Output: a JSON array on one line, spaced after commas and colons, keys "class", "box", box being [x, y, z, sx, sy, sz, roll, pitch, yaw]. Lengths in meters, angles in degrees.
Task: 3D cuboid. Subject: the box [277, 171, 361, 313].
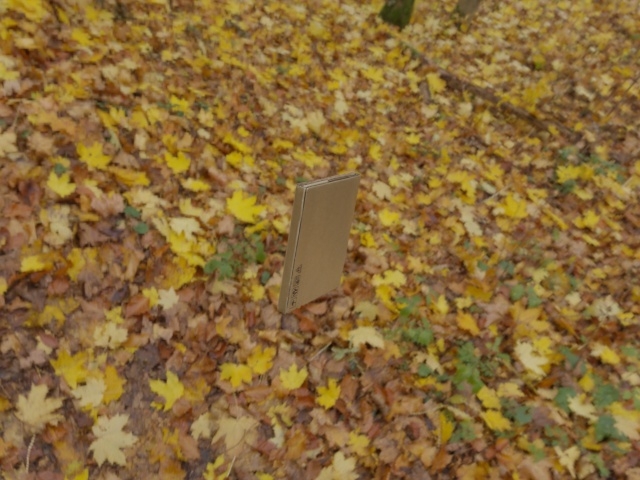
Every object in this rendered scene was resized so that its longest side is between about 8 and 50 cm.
[{"class": "box", "box": [0.000, 0.000, 0.991, 0.021, 0.201, 0.164, 20, 22, 27]}]
